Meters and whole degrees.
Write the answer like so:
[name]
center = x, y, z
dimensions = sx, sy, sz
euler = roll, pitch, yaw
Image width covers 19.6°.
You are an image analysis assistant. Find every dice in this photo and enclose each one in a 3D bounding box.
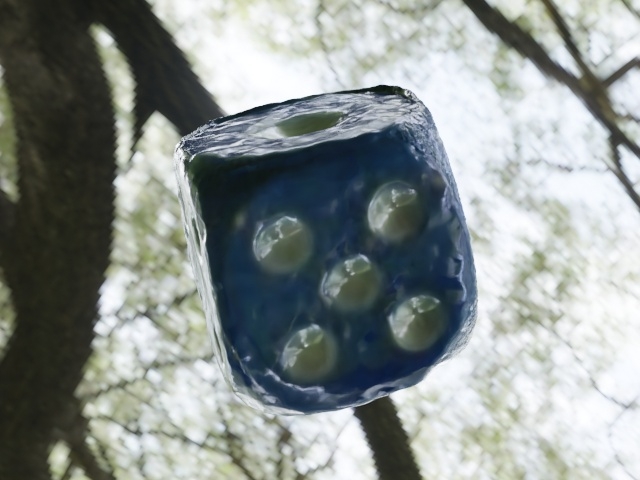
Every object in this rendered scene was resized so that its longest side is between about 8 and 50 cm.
[dice]
center = 0.000, 0.000, 1.003
dimensions = 0.143, 0.146, 0.146
euler = -15, -160, -5
